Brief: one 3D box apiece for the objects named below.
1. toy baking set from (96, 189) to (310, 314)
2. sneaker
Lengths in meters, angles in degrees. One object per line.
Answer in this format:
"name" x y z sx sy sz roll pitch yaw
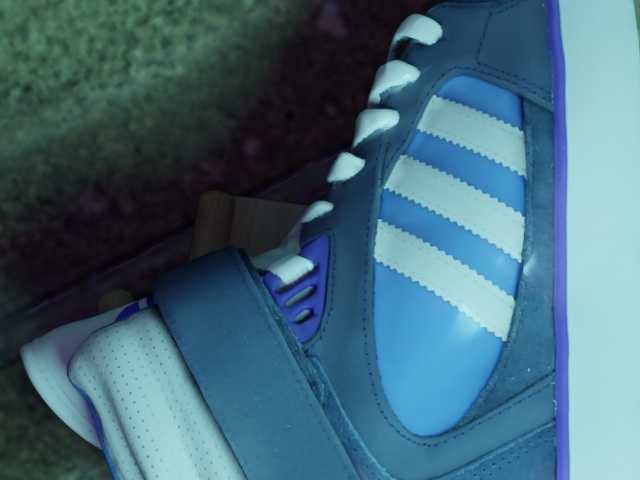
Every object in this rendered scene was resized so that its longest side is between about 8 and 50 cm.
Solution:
"toy baking set" 0.018 0.082 0.812 0.196 0.030 0.256 -18 71 4
"sneaker" 0.000 0.001 0.762 0.236 0.130 0.323 0 74 2
